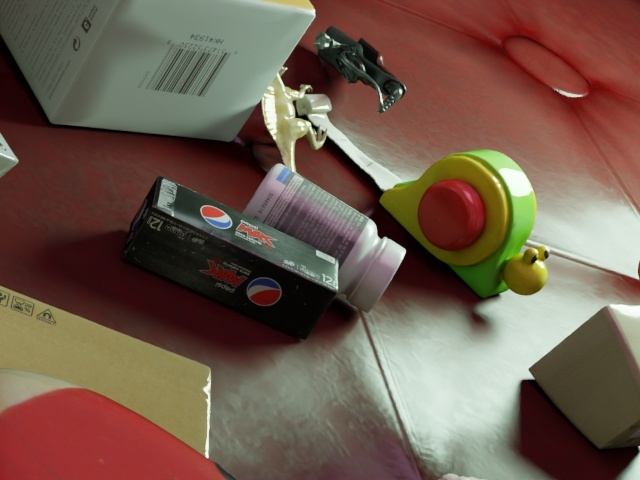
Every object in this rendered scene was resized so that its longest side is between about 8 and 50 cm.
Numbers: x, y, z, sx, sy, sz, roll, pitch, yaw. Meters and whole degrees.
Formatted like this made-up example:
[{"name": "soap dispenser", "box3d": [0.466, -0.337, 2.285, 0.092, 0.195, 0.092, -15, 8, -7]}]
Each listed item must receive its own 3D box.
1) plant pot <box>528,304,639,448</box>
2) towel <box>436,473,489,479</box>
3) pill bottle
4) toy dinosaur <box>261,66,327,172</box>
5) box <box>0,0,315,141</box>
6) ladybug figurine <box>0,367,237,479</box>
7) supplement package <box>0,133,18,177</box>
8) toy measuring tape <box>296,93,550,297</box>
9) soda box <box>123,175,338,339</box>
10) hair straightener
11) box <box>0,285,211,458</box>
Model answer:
[{"name": "plant pot", "box3d": [0.275, 0.128, 1.335, 0.109, 0.109, 0.096, 3, 51, -42]}, {"name": "towel", "box3d": [0.249, 0.321, 1.051, 0.317, 0.053, 0.332, 15, 33, -31]}, {"name": "pill bottle", "box3d": [0.000, 0.000, 1.281, 0.137, 0.078, 0.078, 32, 28, 0]}, {"name": "toy dinosaur", "box3d": [-0.034, -0.110, 1.437, 0.092, 0.053, 0.183, 6, 72, -68]}, {"name": "box", "box3d": [-0.198, -0.275, 1.401, 0.215, 0.168, 0.345, 2, 44, -44]}, {"name": "ladybug figurine", "box3d": [-0.092, 0.223, 0.746, 0.449, 0.162, 0.305, 41, 29, 15]}, {"name": "supplement package", "box3d": [-0.339, -0.098, 0.933, 0.203, 0.149, 0.194, 54, 9, 19]}, {"name": "toy measuring tape", "box3d": [0.111, -0.073, 1.471, 0.330, 0.121, 0.121, 46, 31, 24]}, {"name": "soda box", "box3d": [-0.071, 0.015, 1.206, 0.169, 0.060, 0.053, 26, 30, -14]}, {"name": "hair straightener", "box3d": [0.029, -0.186, 1.597, 0.089, 0.047, 0.230, 20, 19, -20]}, {"name": "box", "box3d": [-0.169, 0.107, 1.002, 0.201, 0.021, 0.164, 23, 29, -17]}]
